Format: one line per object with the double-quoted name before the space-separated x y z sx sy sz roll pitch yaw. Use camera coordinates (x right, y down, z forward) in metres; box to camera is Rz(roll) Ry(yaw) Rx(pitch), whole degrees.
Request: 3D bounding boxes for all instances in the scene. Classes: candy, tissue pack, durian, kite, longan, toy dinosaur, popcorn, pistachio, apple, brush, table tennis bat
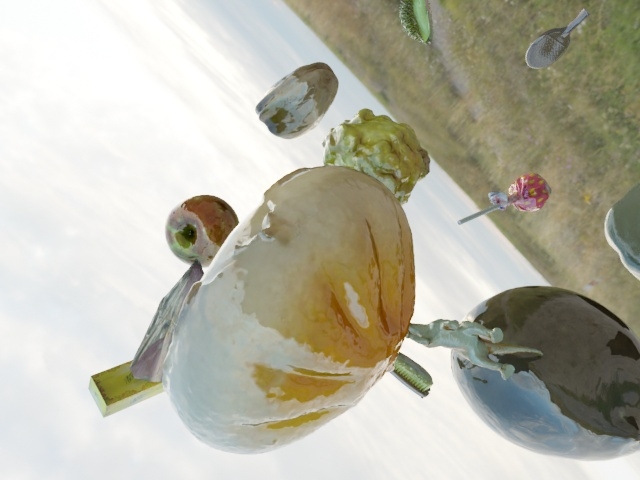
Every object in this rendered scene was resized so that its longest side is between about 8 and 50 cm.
"candy" 0.553 -0.109 1.584 0.124 0.365 0.124 46 148 41
"tissue pack" -0.483 0.362 1.325 0.175 0.062 0.095 -14 -126 -43
"durian" 0.296 -0.717 1.630 0.137 0.095 0.221 -35 -60 -67
"kite" -0.220 0.190 0.930 0.022 0.204 0.361 19 154 17
"longan" 0.387 0.216 0.861 0.349 0.289 0.288 20 -159 -8
"toy dinosaur" 0.191 0.139 0.711 0.212 0.057 0.142 28 168 -38
"popcorn" 0.095 -0.138 0.887 0.197 0.156 0.197 38 176 3
"pistachio" -0.052 -0.396 1.493 0.212 0.260 0.163 4 -118 -58
"apple" -0.298 -0.026 1.346 0.196 0.196 0.196 42 -164 -15
"brush" 0.191 0.322 1.474 0.312 0.067 0.072 36 -155 6
"table tennis bat" 0.589 -0.449 1.244 0.107 0.170 0.119 11 -132 -35

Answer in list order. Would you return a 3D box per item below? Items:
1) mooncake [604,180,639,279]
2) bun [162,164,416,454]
"mooncake" 0.807 -0.023 1.198 0.275 0.275 0.135 54 -167 26
"bun" 0.000 0.078 0.502 0.164 0.299 0.299 28 -168 14
